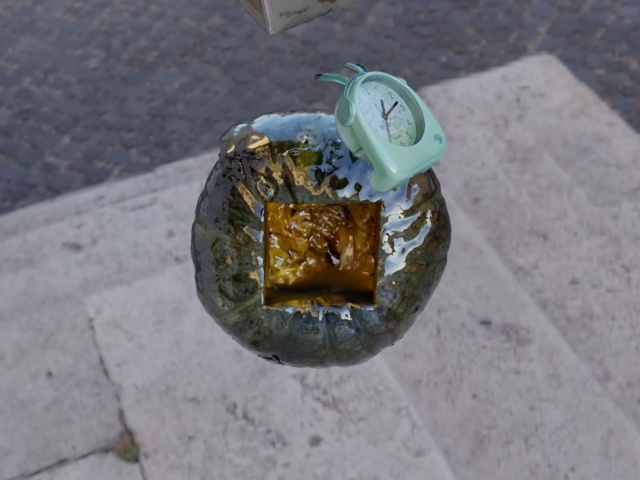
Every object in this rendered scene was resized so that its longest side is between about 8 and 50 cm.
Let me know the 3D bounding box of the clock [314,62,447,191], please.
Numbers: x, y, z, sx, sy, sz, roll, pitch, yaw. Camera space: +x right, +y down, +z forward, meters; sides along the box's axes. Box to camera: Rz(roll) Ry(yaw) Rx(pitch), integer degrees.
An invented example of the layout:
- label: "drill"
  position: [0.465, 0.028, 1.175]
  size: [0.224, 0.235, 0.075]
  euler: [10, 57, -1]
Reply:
- label: "clock"
  position: [0.056, -0.118, 1.234]
  size: [0.101, 0.041, 0.135]
  euler: [-29, 83, -44]

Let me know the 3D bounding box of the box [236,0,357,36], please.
- label: "box"
  position: [-0.048, -0.377, 1.232]
  size: [0.190, 0.225, 0.297]
  euler: [-26, 45, -16]

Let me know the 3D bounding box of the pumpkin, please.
- label: "pumpkin"
  position: [0.000, 0.000, 1.514]
  size: [0.320, 0.320, 0.192]
  euler: [-11, 12, -1]
